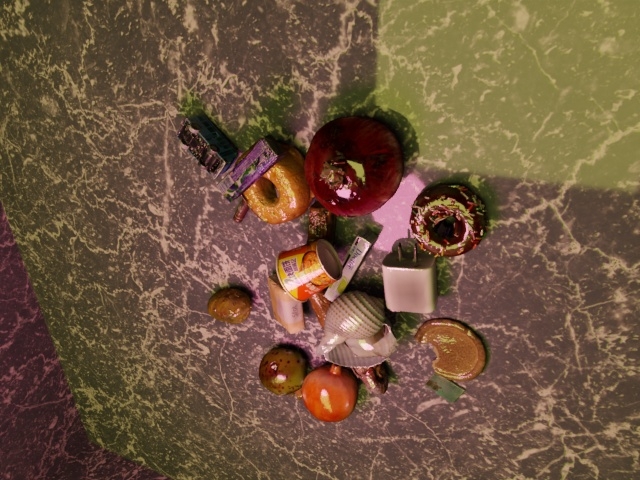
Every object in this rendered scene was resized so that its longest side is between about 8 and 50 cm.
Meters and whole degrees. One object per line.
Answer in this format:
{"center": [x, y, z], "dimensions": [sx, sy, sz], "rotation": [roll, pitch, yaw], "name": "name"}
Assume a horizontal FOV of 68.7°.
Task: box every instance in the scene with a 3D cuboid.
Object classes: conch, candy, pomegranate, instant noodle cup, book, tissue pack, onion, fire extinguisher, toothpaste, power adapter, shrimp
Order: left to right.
{"center": [-0.315, -0.142, 1.931], "dimensions": [0.158, 0.043, 0.064], "rotation": [-55, 43, 36], "name": "fire extinguisher"}
{"center": [-0.249, -0.247, 1.645], "dimensions": [0.312, 0.061, 0.088], "rotation": [-34, 92, 38], "name": "candy"}
{"center": [-0.172, 0.629, 2.181], "dimensions": [0.230, 0.231, 0.286], "rotation": [15, 137, 19], "name": "pomegranate"}
{"center": [-0.147, 0.267, 2.002], "dimensions": [0.186, 0.090, 0.222], "rotation": [33, 134, 52], "name": "tissue pack"}
{"center": [-0.032, 0.100, 1.715], "dimensions": [0.174, 0.213, 0.213], "rotation": [-26, 102, 25], "name": "instant noodle cup"}
{"center": [0.048, 0.658, 2.070], "dimensions": [0.252, 0.229, 0.271], "rotation": [15, 113, 28], "name": "pomegranate"}
{"center": [0.090, -0.239, 1.530], "dimensions": [0.347, 0.285, 0.348], "rotation": [8, 108, 26], "name": "onion"}
{"center": [0.117, 0.104, 1.822], "dimensions": [0.067, 0.081, 0.337], "rotation": [33, 126, 10], "name": "toothpaste"}
{"center": [0.139, 0.340, 1.828], "dimensions": [0.319, 0.215, 0.303], "rotation": [-35, 111, 32], "name": "conch"}
{"center": [0.174, 0.499, 1.973], "dimensions": [0.343, 0.145, 0.116], "rotation": [56, 140, 2], "name": "shrimp"}
{"center": [0.325, 0.124, 1.703], "dimensions": [0.187, 0.124, 0.255], "rotation": [2, 116, 24], "name": "power adapter"}
{"center": [0.510, 0.608, 1.934], "dimensions": [0.135, 0.017, 0.103], "rotation": [32, 125, 8], "name": "book"}

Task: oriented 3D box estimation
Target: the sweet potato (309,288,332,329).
{"center": [-0.002, 0.251, 1.959], "dimensions": [0.114, 0.092, 0.342], "rotation": [-7, 114, 55], "name": "sweet potato"}

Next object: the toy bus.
{"center": [-0.432, -0.365, 1.813], "dimensions": [0.234, 0.133, 0.116], "rotation": [49, 127, 2], "name": "toy bus"}

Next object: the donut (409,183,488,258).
{"center": [0.423, -0.059, 1.566], "dimensions": [0.269, 0.103, 0.270], "rotation": [11, 119, 22], "name": "donut"}

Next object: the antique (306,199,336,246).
{"center": [0.000, 0.000, 1.817], "dimensions": [0.087, 0.093, 0.310], "rotation": [16, 121, 19], "name": "antique"}

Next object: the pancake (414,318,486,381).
{"center": [0.504, 0.430, 1.832], "dimensions": [0.286, 0.033, 0.288], "rotation": [17, 123, 17], "name": "pancake"}

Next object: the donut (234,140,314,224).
{"center": [-0.174, -0.214, 1.757], "dimensions": [0.317, 0.150, 0.299], "rotation": [25, 126, 13], "name": "donut"}

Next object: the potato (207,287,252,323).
{"center": [-0.425, 0.295, 2.157], "dimensions": [0.298, 0.176, 0.141], "rotation": [10, 116, 49], "name": "potato"}
